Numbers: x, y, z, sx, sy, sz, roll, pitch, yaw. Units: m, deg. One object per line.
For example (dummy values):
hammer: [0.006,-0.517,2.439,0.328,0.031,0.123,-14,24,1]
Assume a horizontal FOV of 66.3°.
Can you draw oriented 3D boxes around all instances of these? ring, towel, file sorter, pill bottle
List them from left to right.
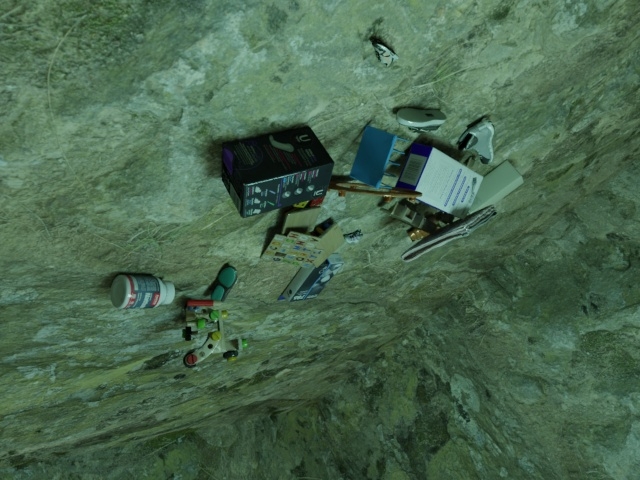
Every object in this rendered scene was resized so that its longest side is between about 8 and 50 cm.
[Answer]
pill bottle: [-0.575,0.168,1.597,0.180,0.108,0.108,8,134,-49]
ring: [0.157,-0.157,1.575,0.337,0.337,0.032,-3,104,-41]
file sorter: [0.191,-0.260,1.555,0.105,0.118,0.170,1,114,-49]
towel: [0.520,-0.028,1.973,0.317,0.053,0.332,-29,178,42]

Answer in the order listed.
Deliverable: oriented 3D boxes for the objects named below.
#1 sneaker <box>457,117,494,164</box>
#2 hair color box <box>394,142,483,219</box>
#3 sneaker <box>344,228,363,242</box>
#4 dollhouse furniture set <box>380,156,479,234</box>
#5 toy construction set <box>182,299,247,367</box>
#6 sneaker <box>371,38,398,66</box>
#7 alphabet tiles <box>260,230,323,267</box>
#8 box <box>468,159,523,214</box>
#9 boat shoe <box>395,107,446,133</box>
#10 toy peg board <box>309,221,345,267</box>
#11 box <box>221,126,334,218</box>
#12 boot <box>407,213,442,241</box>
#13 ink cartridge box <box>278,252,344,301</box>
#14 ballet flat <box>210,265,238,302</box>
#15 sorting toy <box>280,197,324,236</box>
sneaker: [0.588,-0.361,1.878,0.132,0.086,0.228,-25,142,0]
hair color box: [0.442,-0.213,1.809,0.339,0.110,0.185,18,97,-39]
sneaker: [0.143,-0.023,2.041,0.069,0.038,0.098,-46,157,24]
dollhouse furniture set: [0.430,-0.227,1.979,0.303,0.174,0.355,21,95,-41]
toy construction set: [-0.386,0.324,1.827,0.237,0.257,0.308,2,140,-18]
sneaker: [0.166,-0.494,1.297,0.044,0.040,0.109,-42,149,25]
alphabet tiles: [-0.093,0.034,1.799,0.198,0.009,0.237,13,149,-18]
box: [0.766,-0.228,2.215,0.275,0.113,0.094,-37,152,15]
boat shoe: [0.321,-0.379,1.587,0.219,0.077,0.070,-9,144,-37]
toy peg board: [0.000,0.000,1.920,0.161,0.079,0.161,-43,153,-9]
box: [-0.123,-0.194,1.375,0.271,0.165,0.143,-17,149,-23]
boot: [0.499,-0.035,2.319,0.152,0.073,0.197,-36,139,8]
ink cartridge box: [-0.046,0.184,2.166,0.166,0.065,0.332,-4,143,-40]
ballet flat: [-0.355,0.160,1.843,0.074,0.074,0.203,0,133,-43]
sorting toy: [-0.075,-0.082,1.725,0.132,0.046,0.274,-15,148,-27]
